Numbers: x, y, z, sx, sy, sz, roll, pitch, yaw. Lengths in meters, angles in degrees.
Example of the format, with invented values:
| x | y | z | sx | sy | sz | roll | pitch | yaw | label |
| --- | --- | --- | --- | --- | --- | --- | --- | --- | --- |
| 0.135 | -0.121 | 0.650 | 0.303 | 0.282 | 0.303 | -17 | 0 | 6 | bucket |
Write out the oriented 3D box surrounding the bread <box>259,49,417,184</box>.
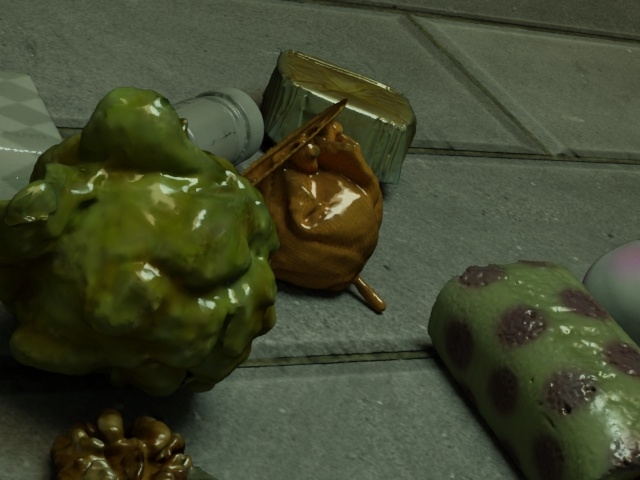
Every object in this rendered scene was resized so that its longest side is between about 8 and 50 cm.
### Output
| x | y | z | sx | sy | sz | roll | pitch | yaw | label |
| --- | --- | --- | --- | --- | --- | --- | --- | --- | --- |
| 0.021 | -0.166 | 2.209 | 0.209 | 0.110 | 0.192 | 19 | 22 | -12 | bread |

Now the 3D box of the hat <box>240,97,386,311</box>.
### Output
| x | y | z | sx | sy | sz | roll | pitch | yaw | label |
| --- | --- | --- | --- | --- | --- | --- | --- | --- | --- |
| 0.000 | 0.000 | 1.905 | 0.233 | 0.233 | 0.244 | 51 | 40 | -9 | hat |

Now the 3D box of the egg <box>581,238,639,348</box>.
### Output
| x | y | z | sx | sy | sz | roll | pitch | yaw | label |
| --- | --- | --- | --- | --- | --- | --- | --- | --- | --- |
| 0.462 | 0.081 | 2.052 | 0.271 | 0.196 | 0.196 | 23 | 27 | -19 | egg |

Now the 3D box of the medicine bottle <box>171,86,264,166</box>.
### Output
| x | y | z | sx | sy | sz | roll | pitch | yaw | label |
| --- | --- | --- | --- | --- | --- | --- | --- | --- | --- |
| -0.153 | -0.126 | 2.004 | 0.105 | 0.105 | 0.168 | 34 | 30 | 15 | medicine bottle |

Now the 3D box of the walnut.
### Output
| x | y | z | sx | sy | sz | roll | pitch | yaw | label |
| --- | --- | --- | --- | --- | --- | --- | --- | --- | --- |
| -0.171 | 0.211 | 1.454 | 0.142 | 0.069 | 0.170 | 14 | 27 | -18 | walnut |

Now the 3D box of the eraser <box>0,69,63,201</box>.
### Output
| x | y | z | sx | sy | sz | roll | pitch | yaw | label |
| --- | --- | --- | --- | --- | --- | --- | --- | --- | --- |
| -0.484 | -0.124 | 1.754 | 0.396 | 0.082 | 0.213 | 6 | 33 | -33 | eraser |

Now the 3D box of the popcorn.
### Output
| x | y | z | sx | sy | sz | roll | pitch | yaw | label |
| --- | --- | --- | --- | --- | --- | --- | --- | --- | --- |
| -0.177 | 0.024 | 1.553 | 0.279 | 0.274 | 0.335 | 42 | -1 | -4 | popcorn |

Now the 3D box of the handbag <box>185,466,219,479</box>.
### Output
| x | y | z | sx | sy | sz | roll | pitch | yaw | label |
| --- | --- | --- | --- | --- | --- | --- | --- | --- | --- |
| -0.019 | 0.310 | 1.365 | 0.270 | 0.117 | 0.182 | 28 | 38 | -3 | handbag |

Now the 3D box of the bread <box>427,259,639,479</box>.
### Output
| x | y | z | sx | sy | sz | roll | pitch | yaw | label |
| --- | --- | --- | --- | --- | --- | --- | --- | --- | --- |
| 0.280 | 0.166 | 1.803 | 0.187 | 0.155 | 0.338 | 1 | 37 | -31 | bread |
